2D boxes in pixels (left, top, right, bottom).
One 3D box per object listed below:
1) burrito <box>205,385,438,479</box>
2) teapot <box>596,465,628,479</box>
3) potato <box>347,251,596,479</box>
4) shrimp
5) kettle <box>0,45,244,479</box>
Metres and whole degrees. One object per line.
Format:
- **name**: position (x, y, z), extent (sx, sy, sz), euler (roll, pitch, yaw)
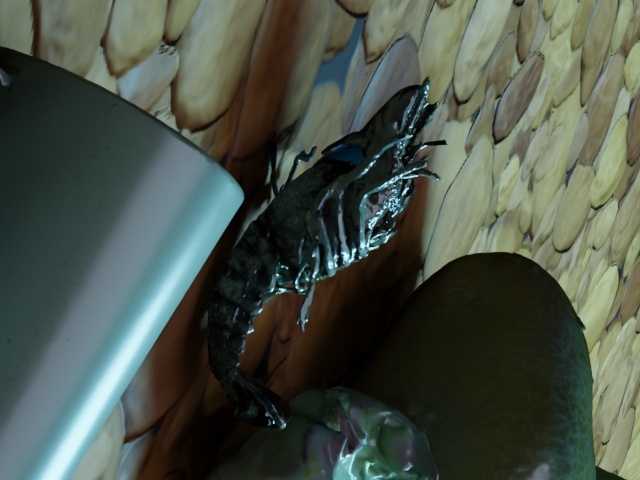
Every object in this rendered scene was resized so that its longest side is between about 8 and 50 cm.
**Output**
- **burrito**: position (-0.026, 0.178, 0.980), extent (0.144, 0.089, 0.229), euler (-2, 119, -54)
- **teapot**: position (0.146, 0.341, 1.392), extent (0.270, 0.200, 0.337), euler (40, 73, -37)
- **potato**: position (0.077, 0.116, 1.091), extent (0.160, 0.178, 0.235), euler (29, 62, -26)
- **shrimp**: position (-0.005, -0.001, 0.887), extent (0.174, 0.076, 0.082), euler (-59, -176, 0)
- **kettle**: position (-0.105, 0.020, 0.631), extent (0.148, 0.098, 0.127), euler (-60, 164, -10)
